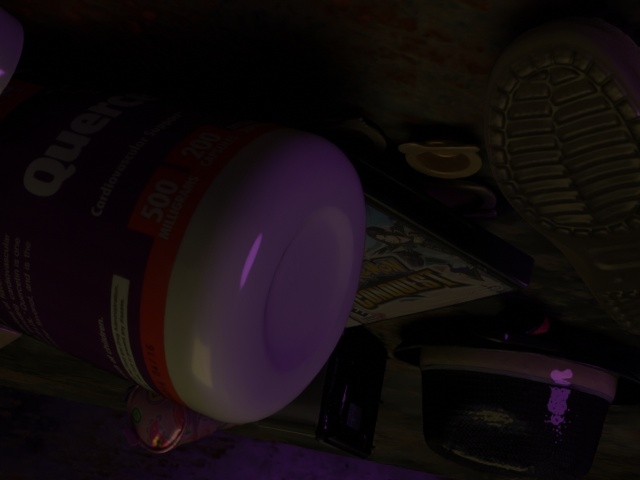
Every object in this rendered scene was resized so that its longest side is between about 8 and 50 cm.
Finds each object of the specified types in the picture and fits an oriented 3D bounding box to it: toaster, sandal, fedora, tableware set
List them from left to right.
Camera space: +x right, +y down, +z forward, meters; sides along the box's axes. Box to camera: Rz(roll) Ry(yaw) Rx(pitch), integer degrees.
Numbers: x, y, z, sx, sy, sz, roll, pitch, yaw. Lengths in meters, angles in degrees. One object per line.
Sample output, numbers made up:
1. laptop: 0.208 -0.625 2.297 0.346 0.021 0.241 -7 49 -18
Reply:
1. toaster: 0.007 0.199 1.086 0.110 0.168 0.186 0 158 27
2. tableware set: 0.063 -0.050 0.622 0.141 0.020 0.168 4 159 17
3. fedora: 0.250 0.228 1.041 0.334 0.152 0.334 9 164 3
4. sandal: 0.220 0.093 0.872 0.067 0.040 0.179 13 179 36

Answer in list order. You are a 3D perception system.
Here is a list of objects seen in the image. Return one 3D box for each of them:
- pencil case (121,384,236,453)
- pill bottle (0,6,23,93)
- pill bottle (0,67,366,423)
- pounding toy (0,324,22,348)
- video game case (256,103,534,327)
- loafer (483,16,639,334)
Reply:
1. pencil case: -0.206 0.272 1.330 0.124 0.124 0.284 1 179 23
2. pill bottle: -0.261 -0.140 0.418 0.108 0.108 0.193 -5 154 35
3. pill bottle: -0.144 -0.013 0.539 0.323 0.181 0.181 17 164 26
4. pounding toy: -0.453 0.065 1.040 0.130 0.141 0.100 -27 140 36
5. video game case: 0.000 0.000 0.702 0.248 0.035 0.275 29 156 -22
6. loafer: 0.185 -0.039 0.502 0.102 0.092 0.268 -8 137 36
